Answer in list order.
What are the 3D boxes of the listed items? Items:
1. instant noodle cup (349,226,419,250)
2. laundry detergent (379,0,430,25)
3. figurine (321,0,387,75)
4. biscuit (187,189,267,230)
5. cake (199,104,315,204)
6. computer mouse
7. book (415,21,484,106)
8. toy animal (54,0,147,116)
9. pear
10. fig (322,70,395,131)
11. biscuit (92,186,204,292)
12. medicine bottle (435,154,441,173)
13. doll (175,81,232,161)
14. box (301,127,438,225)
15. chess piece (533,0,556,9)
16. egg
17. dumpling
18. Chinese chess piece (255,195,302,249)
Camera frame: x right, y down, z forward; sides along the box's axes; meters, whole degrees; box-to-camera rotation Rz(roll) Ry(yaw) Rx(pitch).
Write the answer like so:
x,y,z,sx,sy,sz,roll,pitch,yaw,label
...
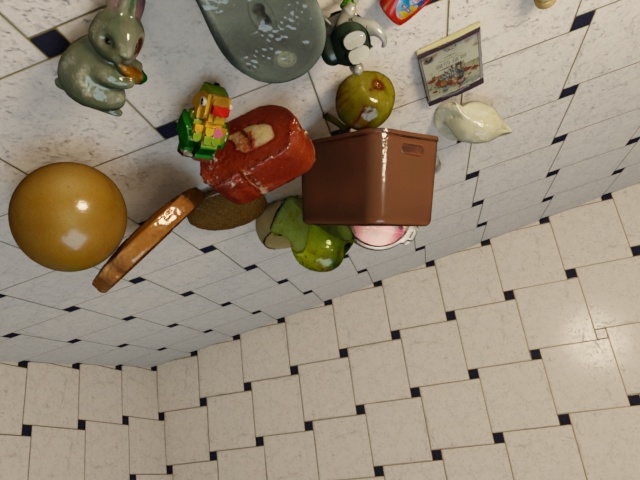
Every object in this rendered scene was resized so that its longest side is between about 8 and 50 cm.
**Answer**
x,y,z,sx,sy,sz,roll,pitch,yaw,label
0.181,-0.077,1.736,0.258,0.302,0.181,-46,178,-13,instant noodle cup
0.200,-0.494,0.952,0.165,0.049,0.097,-32,161,31,laundry detergent
0.053,-0.389,0.949,0.126,0.192,0.147,-31,119,5,figurine
-0.297,-0.103,1.557,0.262,0.037,0.262,-15,159,-6,biscuit
-0.162,-0.214,1.201,0.283,0.176,0.151,-28,157,12,cake
-0.117,-0.420,0.801,0.189,0.121,0.371,-20,151,10,computer mouse
0.333,-0.433,1.235,0.158,0.026,0.231,-22,158,13,book
-0.361,-0.334,0.842,0.127,0.125,0.251,-36,173,-49,toy animal
0.000,0.000,1.523,0.238,0.255,0.164,12,119,-47,pear
0.093,-0.315,1.181,0.148,0.142,0.186,16,137,-8,fig
-0.483,0.001,1.356,0.078,0.349,0.455,44,133,-15,biscuit
0.367,-0.262,1.633,0.058,0.058,0.091,-24,158,18,medicine bottle
-0.259,-0.262,1.089,0.106,0.134,0.186,3,144,-38,doll
0.118,-0.153,1.302,0.240,0.229,0.339,1,180,-38,box
0.476,-0.543,1.028,0.066,0.066,0.122,-25,163,19,chess piece
-0.598,-0.050,1.172,0.250,0.250,0.322,-5,165,-28,egg
0.442,-0.335,1.438,0.216,0.126,0.166,-11,174,-23,dumpling
-0.103,-0.059,1.723,0.250,0.103,0.249,-16,158,-7,Chinese chess piece
